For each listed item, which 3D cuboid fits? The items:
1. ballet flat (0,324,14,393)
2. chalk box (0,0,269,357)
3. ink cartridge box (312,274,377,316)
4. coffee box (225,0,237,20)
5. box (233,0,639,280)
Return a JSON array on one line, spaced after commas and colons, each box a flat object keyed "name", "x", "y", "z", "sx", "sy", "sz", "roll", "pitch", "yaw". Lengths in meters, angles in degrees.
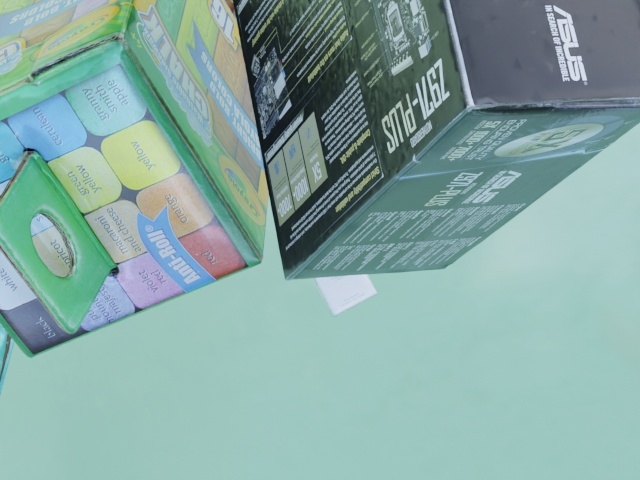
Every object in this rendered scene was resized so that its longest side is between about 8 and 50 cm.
[{"name": "ballet flat", "x": -0.383, "y": 0.190, "z": 1.706, "sx": 0.087, "sy": 0.083, "sz": 0.247, "roll": 8, "pitch": 87, "yaw": -19}, {"name": "chalk box", "x": -0.108, "y": -0.045, "z": 0.760, "sx": 0.132, "sy": 0.213, "sz": 0.132, "roll": -22, "pitch": 120, "yaw": 14}, {"name": "ink cartridge box", "x": 0.000, "y": 0.000, "z": 0.899, "sx": 0.028, "sy": 0.048, "sz": 0.083, "roll": -27, "pitch": 87, "yaw": -3}, {"name": "coffee box", "x": -0.050, "y": -0.273, "z": 1.368, "sx": 0.141, "sy": 0.098, "sz": 0.246, "roll": -26, "pitch": 118, "yaw": 3}, {"name": "box", "x": 0.037, "y": -0.082, "z": 0.610, "sx": 0.077, "sy": 0.180, "sz": 0.147, "roll": -4, "pitch": 71, "yaw": -23}]
